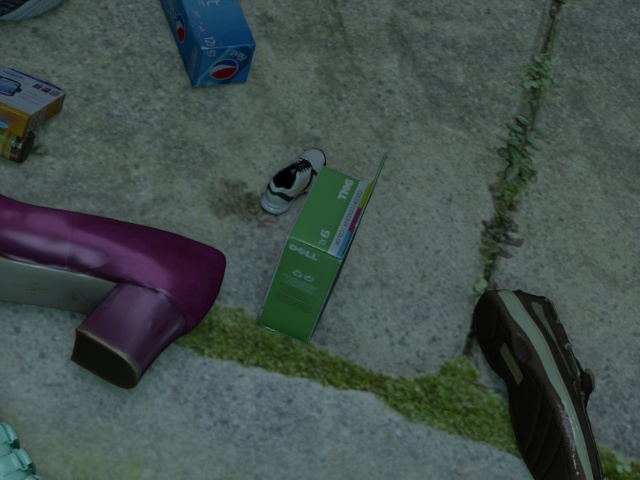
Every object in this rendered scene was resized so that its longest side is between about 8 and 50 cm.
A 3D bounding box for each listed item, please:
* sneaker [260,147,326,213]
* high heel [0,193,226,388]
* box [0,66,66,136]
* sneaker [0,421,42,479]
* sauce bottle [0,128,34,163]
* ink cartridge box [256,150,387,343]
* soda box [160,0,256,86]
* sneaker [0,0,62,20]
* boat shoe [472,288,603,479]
[{"bbox_3d":[-0.025,-0.074,1.514,0.040,0.043,0.109,32,50,12],"label":"sneaker"},{"bbox_3d":[-0.285,-0.013,1.352,0.377,0.127,0.181,37,50,1],"label":"high heel"},{"bbox_3d":[-0.337,-0.156,1.470,0.081,0.028,0.136,23,19,2],"label":"box"},{"bbox_3d":[-0.255,0.214,1.194,0.151,0.094,0.255,-5,65,-12],"label":"sneaker"},{"bbox_3d":[-0.377,-0.125,1.457,0.128,0.042,0.042,22,51,4],"label":"sauce bottle"},{"bbox_3d":[0.000,0.000,1.357,0.062,0.209,0.109,24,51,2],"label":"ink cartridge box"},{"bbox_3d":[-0.147,-0.287,1.627,0.071,0.067,0.210,-8,57,-22],"label":"soda box"},{"bbox_3d":[-0.426,-0.317,1.480,0.366,0.210,0.137,-32,67,-33],"label":"sneaker"},{"bbox_3d":[0.249,0.154,1.387,0.095,0.095,0.257,-1,53,-24],"label":"boat shoe"}]
